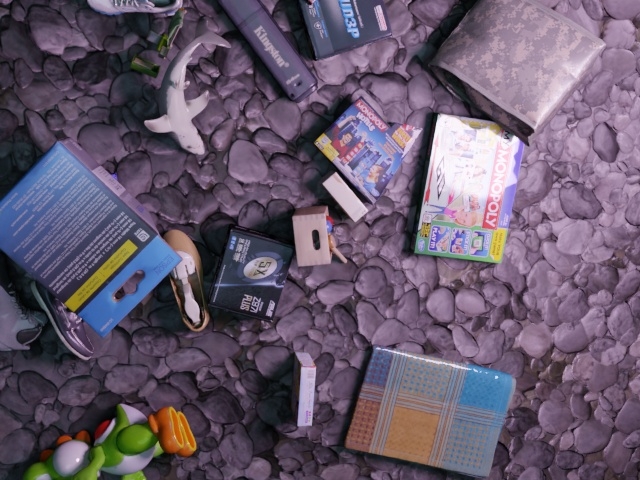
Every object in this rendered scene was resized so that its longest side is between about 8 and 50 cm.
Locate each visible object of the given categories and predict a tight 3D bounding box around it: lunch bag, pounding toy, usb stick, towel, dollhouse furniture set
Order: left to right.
[{"bbox_3d":[-0.327,-0.406,1.544,0.059,0.076,0.151,23,128,-19],"label":"dollhouse furniture set"},{"bbox_3d":[-0.109,-0.416,1.606,0.077,0.045,0.278,-38,104,-1],"label":"usb stick"},{"bbox_3d":[0.000,0.000,1.670,0.100,0.130,0.141,-5,102,5],"label":"pounding toy"},{"bbox_3d":[0.262,0.408,1.829,0.370,0.040,0.271,14,97,-9],"label":"towel"},{"bbox_3d":[0.404,-0.381,1.626,0.287,0.169,0.235,39,91,12],"label":"lunch bag"}]

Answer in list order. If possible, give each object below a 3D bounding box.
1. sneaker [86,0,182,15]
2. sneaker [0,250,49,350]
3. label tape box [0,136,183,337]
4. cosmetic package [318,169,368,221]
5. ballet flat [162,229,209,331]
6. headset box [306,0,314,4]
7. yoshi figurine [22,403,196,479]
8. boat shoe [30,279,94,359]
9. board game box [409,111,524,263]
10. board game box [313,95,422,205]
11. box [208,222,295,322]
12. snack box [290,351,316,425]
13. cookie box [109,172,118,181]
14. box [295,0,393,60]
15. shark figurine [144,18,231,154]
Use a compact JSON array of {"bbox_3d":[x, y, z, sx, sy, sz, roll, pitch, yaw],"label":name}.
[{"bbox_3d":[-0.368,-0.484,1.521,0.191,0.083,0.071,-5,106,-15],"label":"sneaker"},{"bbox_3d":[-0.637,0.131,1.618,0.132,0.086,0.228,5,110,-15],"label":"sneaker"},{"bbox_3d":[-0.477,-0.006,1.555,0.240,0.106,0.333,-44,102,4],"label":"label tape box"},{"bbox_3d":[0.050,-0.098,1.685,0.041,0.060,0.115,-41,105,-1],"label":"cosmetic package"},{"bbox_3d":[-0.287,0.090,1.661,0.080,0.073,0.232,-17,103,-4],"label":"ballet flat"},{"bbox_3d":[-0.022,-0.524,1.553,0.083,0.032,0.062,43,93,-11],"label":"headset box"},{"bbox_3d":[-0.457,0.504,1.659,0.362,0.203,0.203,-21,110,-1],"label":"yoshi figurine"},{"bbox_3d":[-0.536,0.160,1.637,0.065,0.075,0.206,-31,99,1],"label":"boat shoe"},{"bbox_3d":[0.333,-0.116,1.734,0.214,0.046,0.317,7,100,-9],"label":"board game box"},{"bbox_3d":[0.115,-0.213,1.673,0.194,0.060,0.194,-44,104,0],"label":"board game box"},{"bbox_3d":[-0.152,0.071,1.677,0.147,0.077,0.180,17,98,-12],"label":"box"},{"bbox_3d":[-0.040,0.335,1.733,0.037,0.100,0.141,3,100,-10],"label":"snack box"},{"bbox_3d":[-0.467,-0.082,1.617,0.092,0.040,0.107,-9,102,-6],"label":"cookie box"},{"bbox_3d":[0.038,-0.508,1.608,0.175,0.051,0.220,-18,103,-4],"label":"box"},{"bbox_3d":[-0.300,-0.320,1.573,0.166,0.116,0.278,-3,113,-42],"label":"shark figurine"}]
